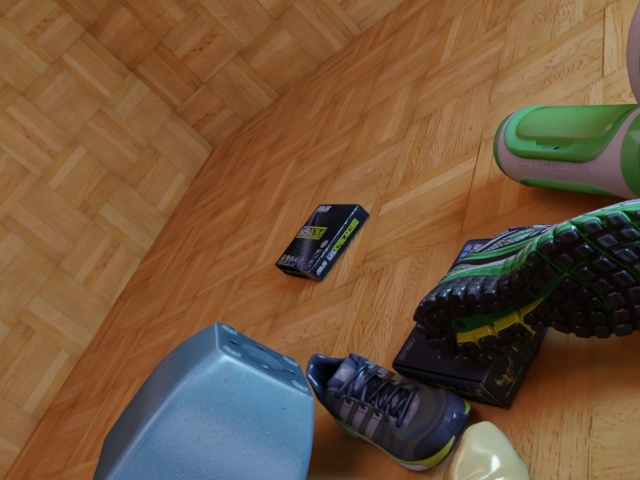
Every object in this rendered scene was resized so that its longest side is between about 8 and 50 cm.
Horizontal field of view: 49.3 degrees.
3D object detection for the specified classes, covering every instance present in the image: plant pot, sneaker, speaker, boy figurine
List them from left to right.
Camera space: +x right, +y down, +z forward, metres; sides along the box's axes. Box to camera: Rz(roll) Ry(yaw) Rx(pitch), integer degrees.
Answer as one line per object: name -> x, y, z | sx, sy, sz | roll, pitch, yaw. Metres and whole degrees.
plant pot -> -0.140, 0.263, 0.959 | 0.252, 0.247, 0.248 | -61, 13, 3
sneaker -> 0.074, 0.214, 0.920 | 0.300, 0.121, 0.111 | -8, 44, 58
boy figurine -> 0.134, 0.315, 0.678 | 0.177, 0.092, 0.285 | -27, 29, 43
sneaker -> 0.253, 0.020, 0.751 | 0.343, 0.134, 0.146 | -22, 22, 44
speaker -> 0.365, -0.125, 0.954 | 0.131, 0.131, 0.296 | -50, 21, -6

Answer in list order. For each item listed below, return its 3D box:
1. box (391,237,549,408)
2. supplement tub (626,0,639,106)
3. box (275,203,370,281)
box -> 0.219, 0.098, 0.931 | 0.233, 0.059, 0.183 | -55, 24, -19
supplement tub -> 0.476, -0.165, 0.627 | 0.241, 0.241, 0.331 | -45, 29, 6
box -> 0.000, 0.000, 1.535 | 0.184, 0.045, 0.190 | -55, 23, -13
